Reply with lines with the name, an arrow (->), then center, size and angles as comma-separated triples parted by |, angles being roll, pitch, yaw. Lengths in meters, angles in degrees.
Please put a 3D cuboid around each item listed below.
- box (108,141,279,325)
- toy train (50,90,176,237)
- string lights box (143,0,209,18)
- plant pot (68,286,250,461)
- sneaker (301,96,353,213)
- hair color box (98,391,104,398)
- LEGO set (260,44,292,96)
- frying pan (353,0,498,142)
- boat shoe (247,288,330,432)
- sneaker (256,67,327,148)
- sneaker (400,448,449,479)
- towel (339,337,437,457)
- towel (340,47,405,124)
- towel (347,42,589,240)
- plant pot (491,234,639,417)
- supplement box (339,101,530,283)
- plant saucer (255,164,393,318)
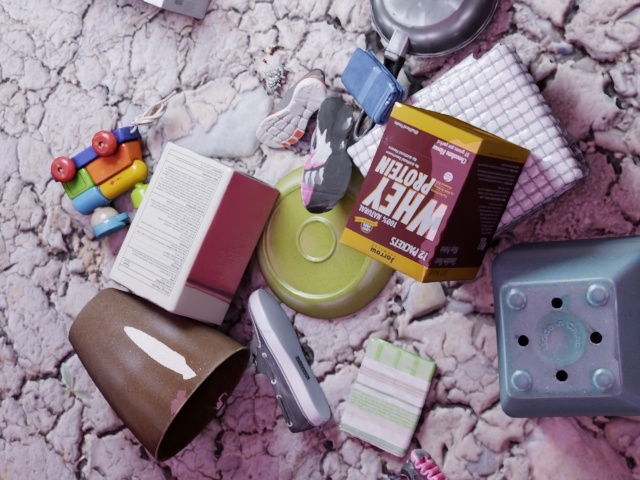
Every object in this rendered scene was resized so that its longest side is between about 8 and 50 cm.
box -> -0.190, -0.010, 1.981 | 0.149, 0.127, 0.232 | 25, 92, 36
toy train -> -0.297, -0.116, 2.079 | 0.248, 0.105, 0.143 | -28, 90, 21
string lights box -> -0.310, -0.431, 2.057 | 0.260, 0.133, 0.076 | 25, 101, 21
plant pot -> -0.262, 0.180, 1.986 | 0.230, 0.215, 0.215 | 38, 105, 13
sneaker -> 0.013, -0.117, 1.935 | 0.072, 0.077, 0.178 | 15, 69, -1
hair color box -> -0.304, 0.195, 2.110 | 0.072, 0.043, 0.141 | 19, 99, 21
LEGO set -> -0.075, -0.262, 2.015 | 0.054, 0.023, 0.083 | -34, 77, 20
frying pan -> 0.112, -0.320, 1.898 | 0.326, 0.053, 0.197 | -41, 68, 8
boat shoe -> -0.066, 0.188, 1.992 | 0.076, 0.080, 0.228 | -29, 87, 20
sneaker -> -0.037, -0.202, 1.990 | 0.061, 0.065, 0.158 | 36, 128, -18
sneaker -> 0.160, 0.365, 1.911 | 0.057, 0.047, 0.119 | -47, 66, 24
towel -> 0.102, 0.233, 1.947 | 0.113, 0.023, 0.152 | 22, 97, 20
towel -> 0.074, -0.219, 1.856 | 0.067, 0.029, 0.119 | -58, 44, 23
towel -> 0.213, -0.114, 1.843 | 0.284, 0.121, 0.235 | -35, 75, 22
plant pot -> 0.340, 0.119, 1.714 | 0.247, 0.252, 0.247 | -4, 88, 24
supplement box -> 0.151, -0.059, 1.698 | 0.129, 0.191, 0.194 | 27, 101, 24
plant saucer -> 0.000, 0.000, 1.979 | 0.241, 0.037, 0.240 | 0, 91, 23
